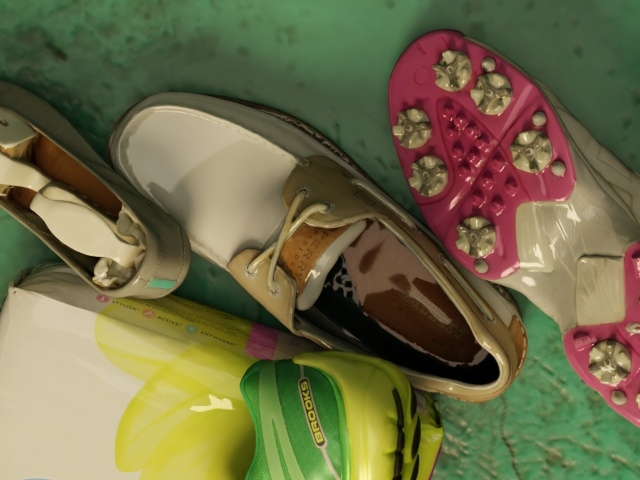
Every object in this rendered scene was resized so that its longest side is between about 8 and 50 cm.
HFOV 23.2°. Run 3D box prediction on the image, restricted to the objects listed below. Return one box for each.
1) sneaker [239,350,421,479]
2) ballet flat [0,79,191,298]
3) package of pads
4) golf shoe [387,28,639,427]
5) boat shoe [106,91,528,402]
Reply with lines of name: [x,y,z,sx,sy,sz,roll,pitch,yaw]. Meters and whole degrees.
sneaker: [-0.017,0.202,0.928,0.123,0.109,0.295,12,102,17]
ballet flat: [-0.171,-0.038,0.967,0.213,0.068,0.072,36,105,17]
package of pads: [-0.087,0.157,1.012,0.296,0.101,0.229,18,100,-1]
golf shoe: [0.162,-0.009,0.981,0.115,0.140,0.306,-46,73,26]
boat shoe: [0.000,0.000,0.983,0.302,0.103,0.113,29,99,-3]
